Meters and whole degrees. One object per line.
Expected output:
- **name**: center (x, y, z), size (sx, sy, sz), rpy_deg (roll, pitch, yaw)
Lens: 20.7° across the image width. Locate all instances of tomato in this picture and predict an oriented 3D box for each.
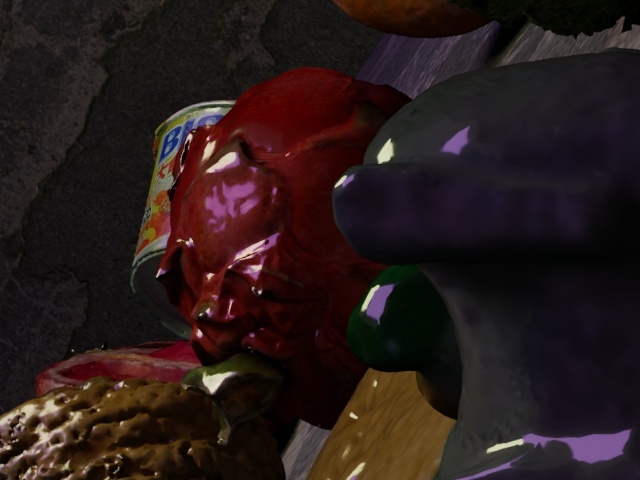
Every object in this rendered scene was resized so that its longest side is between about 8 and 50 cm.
- **tomato**: center (-0.108, 0.132, 1.282), size (0.189, 0.173, 0.099), rpy_deg (-13, -73, -52)

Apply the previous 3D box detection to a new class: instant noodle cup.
- **instant noodle cup**: center (-0.070, -0.002, 1.538), size (0.205, 0.205, 0.153), rpy_deg (-50, 19, 56)

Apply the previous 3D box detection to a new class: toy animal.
- **toy animal**: center (0.091, 0.002, 0.465), size (0.125, 0.127, 0.251), rpy_deg (-69, -13, 20)

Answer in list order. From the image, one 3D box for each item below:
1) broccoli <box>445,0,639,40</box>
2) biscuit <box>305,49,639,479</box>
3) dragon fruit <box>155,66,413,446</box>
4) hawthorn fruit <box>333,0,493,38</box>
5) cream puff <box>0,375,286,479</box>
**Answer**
- **broccoli**: center (0.093, -0.244, 0.755), size (0.321, 0.283, 0.304), rpy_deg (-27, -53, -62)
- **biscuit**: center (0.039, 0.081, 0.662), size (0.287, 0.057, 0.344), rpy_deg (-53, 6, 42)
- **dragon fruit**: center (0.000, 0.000, 0.887), size (0.172, 0.172, 0.209), rpy_deg (-54, 10, 36)
- **hawthorn fruit**: center (0.081, -0.280, 1.407), size (0.231, 0.235, 0.263), rpy_deg (-46, 13, -3)
- **cream puff**: center (-0.106, 0.183, 0.945), size (0.183, 0.183, 0.169), rpy_deg (-54, 31, 40)
